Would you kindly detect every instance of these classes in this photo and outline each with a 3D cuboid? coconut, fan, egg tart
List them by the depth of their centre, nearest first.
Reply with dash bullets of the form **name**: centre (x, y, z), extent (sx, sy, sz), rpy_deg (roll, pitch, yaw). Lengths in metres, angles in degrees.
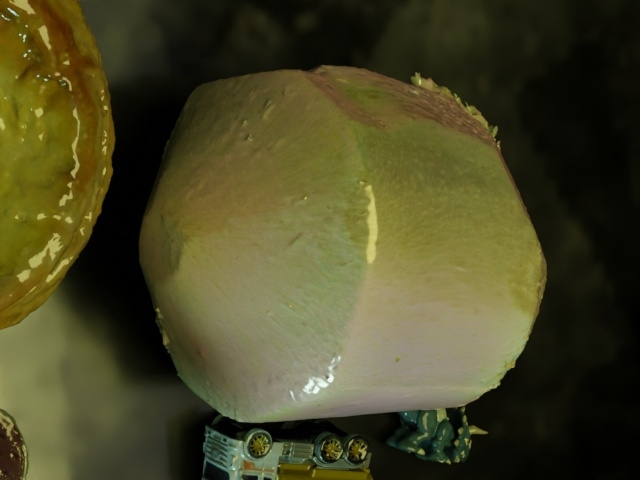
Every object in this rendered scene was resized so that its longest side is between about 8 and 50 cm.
- **egg tart**: centre (-0.259, -0.061, 1.073), extent (0.294, 0.123, 0.294), rpy_deg (-5, 99, -32)
- **fan**: centre (-0.204, 0.155, 1.185), extent (0.133, 0.005, 0.085), rpy_deg (43, 71, -25)
- **coconut**: centre (0.000, 0.000, 1.187), extent (0.245, 0.233, 0.233), rpy_deg (6, 90, -39)

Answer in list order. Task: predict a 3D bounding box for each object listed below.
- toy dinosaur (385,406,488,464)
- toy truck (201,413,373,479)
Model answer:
- **toy dinosaur**: centre (0.077, 0.130, 1.341), extent (0.083, 0.030, 0.047), rpy_deg (24, 79, -31)
- **toy truck**: centre (-0.020, 0.153, 1.271), extent (0.123, 0.052, 0.063), rpy_deg (7, 95, -33)
